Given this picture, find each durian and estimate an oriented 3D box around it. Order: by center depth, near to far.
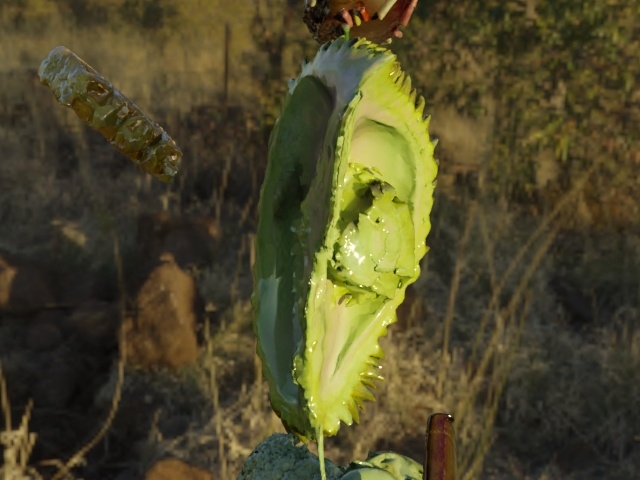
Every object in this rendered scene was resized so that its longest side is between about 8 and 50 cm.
[{"bbox_3d":[0.002,0.001,0.891,0.157,0.355,0.169,12,22,14],"label":"durian"}]

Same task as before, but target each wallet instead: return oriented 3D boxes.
[{"bbox_3d":[0.104,0.287,0.904,0.031,0.137,0.255,-4,55,12],"label":"wallet"}]

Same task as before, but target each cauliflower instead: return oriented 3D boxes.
[{"bbox_3d":[0.058,0.316,1.134,0.272,0.275,0.250,-4,28,43],"label":"cauliflower"}]

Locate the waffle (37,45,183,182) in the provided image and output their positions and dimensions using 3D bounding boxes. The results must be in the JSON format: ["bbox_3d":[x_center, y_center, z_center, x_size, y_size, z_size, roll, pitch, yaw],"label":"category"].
[{"bbox_3d":[-0.241,-0.144,1.260,0.160,0.055,0.211,41,0,-30],"label":"waffle"}]

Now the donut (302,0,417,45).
[{"bbox_3d":[0.050,-0.296,0.964,0.103,0.270,0.270,12,14,-6],"label":"donut"}]
